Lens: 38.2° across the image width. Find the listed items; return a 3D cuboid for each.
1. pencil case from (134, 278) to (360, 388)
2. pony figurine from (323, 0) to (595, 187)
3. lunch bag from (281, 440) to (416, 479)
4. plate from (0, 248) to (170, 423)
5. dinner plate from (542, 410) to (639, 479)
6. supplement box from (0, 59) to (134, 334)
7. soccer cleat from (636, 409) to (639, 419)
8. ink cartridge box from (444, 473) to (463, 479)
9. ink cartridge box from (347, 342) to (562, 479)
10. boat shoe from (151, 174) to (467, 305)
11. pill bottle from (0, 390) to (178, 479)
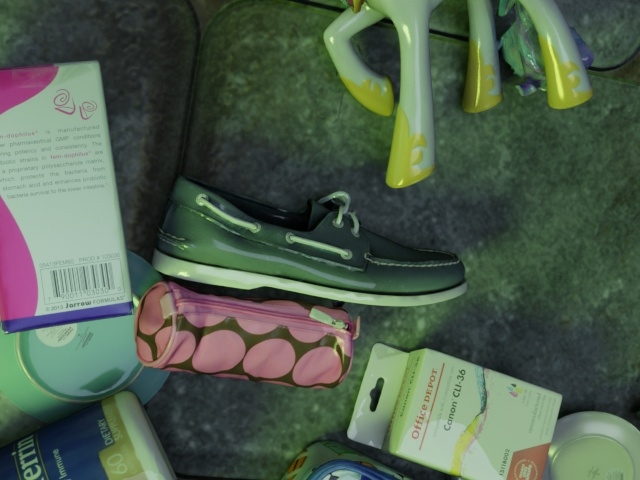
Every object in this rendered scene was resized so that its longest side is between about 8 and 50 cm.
[{"bbox_3d":[-0.069,0.089,0.896,0.209,0.098,0.095,8,66,-26],"label":"pencil case"},{"bbox_3d":[0.135,-0.278,0.858,0.351,0.303,0.363,-25,118,-4],"label":"pony figurine"},{"bbox_3d":[0.013,0.376,0.960,0.243,0.115,0.303,30,87,-16],"label":"lunch bag"},{"bbox_3d":[-0.228,0.094,0.897,0.188,0.024,0.188,-2,98,-17],"label":"plate"},{"bbox_3d":[0.308,0.262,1.055,0.141,0.017,0.141,1,105,4],"label":"dinner plate"},{"bbox_3d":[-0.238,-0.038,0.819,0.111,0.114,0.219,-8,92,-15],"label":"supplement box"},{"bbox_3d":[0.460,0.328,1.098,0.143,0.116,0.331,-16,98,-1],"label":"soccer cleat"},{"bbox_3d":[0.213,0.332,1.047,0.097,0.046,0.207,-18,101,-14],"label":"ink cartridge box"},{"bbox_3d":[0.140,0.186,0.971,0.198,0.067,0.115,19,76,-7],"label":"ink cartridge box"},{"bbox_3d":[0.000,0.000,0.908,0.320,0.116,0.099,7,99,-12],"label":"boat shoe"},{"bbox_3d":[-0.262,0.258,0.839,0.265,0.153,0.153,-25,103,-13],"label":"pill bottle"}]
